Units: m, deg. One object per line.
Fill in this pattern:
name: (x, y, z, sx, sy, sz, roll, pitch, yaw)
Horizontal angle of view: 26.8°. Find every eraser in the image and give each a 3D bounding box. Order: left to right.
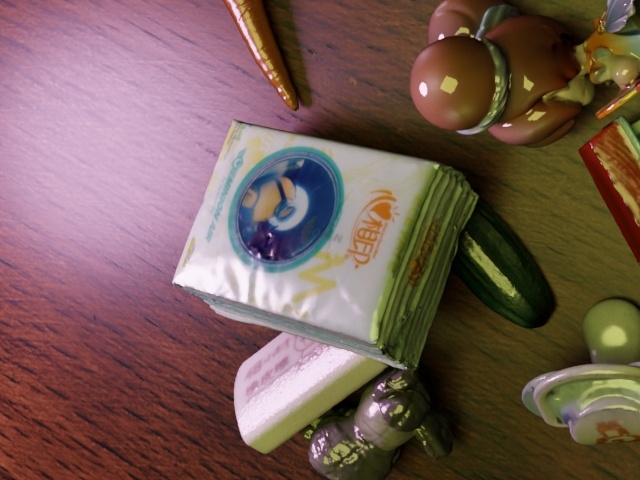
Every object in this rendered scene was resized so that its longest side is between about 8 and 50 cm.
eraser: (-0.014, 0.193, 2.083, 0.095, 0.174, 0.270, 34, 122, -28)

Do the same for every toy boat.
toy boat: (0.486, -0.023, 1.813, 0.133, 0.145, 0.332, -28, 87, 0)

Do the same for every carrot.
carrot: (-0.110, -0.354, 2.090, 0.069, 0.069, 0.336, -22, 95, 28)

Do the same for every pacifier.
pacifier: (0.416, 0.173, 1.876, 0.279, 0.227, 0.207, -10, 55, 27)

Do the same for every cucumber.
cucumber: (0.247, 0.033, 1.978, 0.244, 0.063, 0.115, 45, 116, 11)

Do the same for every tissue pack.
tissue pack: (0.000, 0.000, 1.960, 0.388, 0.162, 0.287, 14, 80, 36)

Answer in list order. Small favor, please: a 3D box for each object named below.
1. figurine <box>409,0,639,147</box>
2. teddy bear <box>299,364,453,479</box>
figurine: (0.332, -0.258, 1.787, 0.388, 0.277, 0.248, -27, 111, 30)
teddy bear: (0.108, 0.283, 2.058, 0.171, 0.144, 0.251, 45, 118, -11)
